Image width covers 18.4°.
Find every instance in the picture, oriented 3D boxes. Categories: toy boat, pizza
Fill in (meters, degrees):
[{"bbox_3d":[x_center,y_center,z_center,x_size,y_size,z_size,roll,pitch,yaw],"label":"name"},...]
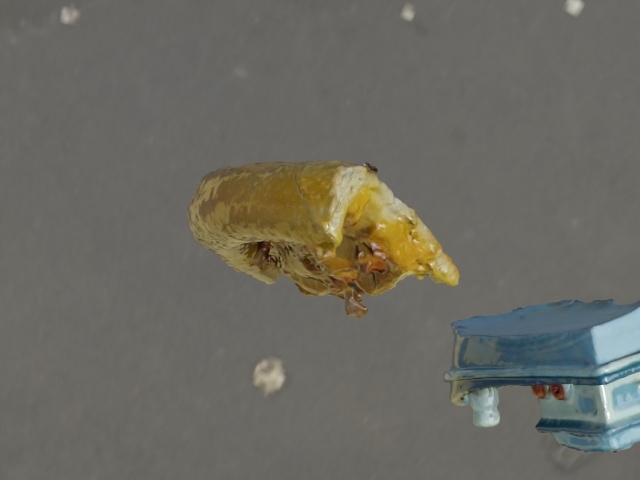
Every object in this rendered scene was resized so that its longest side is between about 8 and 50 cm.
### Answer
[{"bbox_3d":[0.163,0.100,1.417,0.109,0.238,0.098,-17,95,-28],"label":"toy boat"},{"bbox_3d":[-0.006,-0.002,1.064,0.134,0.271,0.056,25,80,-17],"label":"pizza"}]
